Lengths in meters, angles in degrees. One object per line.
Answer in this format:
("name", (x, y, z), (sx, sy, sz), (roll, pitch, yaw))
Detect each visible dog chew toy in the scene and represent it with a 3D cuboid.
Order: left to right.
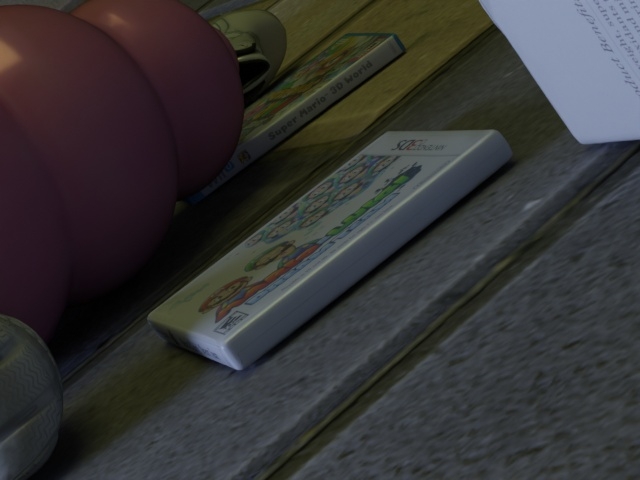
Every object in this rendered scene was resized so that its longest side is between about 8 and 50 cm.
("dog chew toy", (-0.177, -0.039, 1.121), (0.332, 0.207, 0.206), (-34, 11, -34))

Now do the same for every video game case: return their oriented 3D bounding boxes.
("video game case", (-0.030, -0.081, 1.287), (0.166, 0.015, 0.119), (-37, 14, -8))
("video game case", (0.000, 0.000, 0.922), (0.157, 0.019, 0.143), (-38, 13, -13))

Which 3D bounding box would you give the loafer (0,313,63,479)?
("loafer", (-0.260, 0.136, 0.908), (0.319, 0.112, 0.111), (-28, 8, -3))

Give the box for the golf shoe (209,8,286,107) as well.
("golf shoe", (-0.057, -0.114, 1.374), (0.086, 0.069, 0.176), (-8, 23, 36))

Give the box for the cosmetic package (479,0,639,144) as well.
("cosmetic package", (0.154, -0.140, 0.751), (0.151, 0.151, 0.183), (-39, 15, -17))
